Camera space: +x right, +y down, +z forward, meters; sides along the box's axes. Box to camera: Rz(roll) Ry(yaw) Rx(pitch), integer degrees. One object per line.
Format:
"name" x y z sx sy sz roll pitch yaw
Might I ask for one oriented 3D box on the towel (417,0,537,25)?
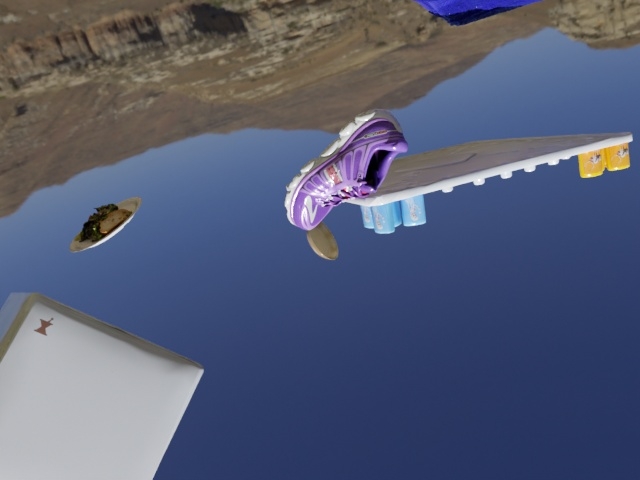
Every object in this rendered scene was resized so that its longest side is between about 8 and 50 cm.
"towel" 0.202 -0.318 0.671 0.227 0.076 0.308 0 -168 31

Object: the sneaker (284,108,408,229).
"sneaker" 0.025 -0.065 0.623 0.068 0.071 0.170 2 140 -49

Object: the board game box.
"board game box" 0.181 -0.099 0.882 0.390 0.050 0.390 -15 -168 -16

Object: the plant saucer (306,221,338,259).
"plant saucer" 0.000 0.000 1.002 0.015 0.083 0.083 -32 -168 26

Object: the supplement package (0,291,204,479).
"supplement package" -0.171 0.101 0.372 0.179 0.105 0.105 -9 -126 58

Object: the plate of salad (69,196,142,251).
"plate of salad" -0.507 -0.047 1.331 0.200 0.048 0.200 -25 -151 15
